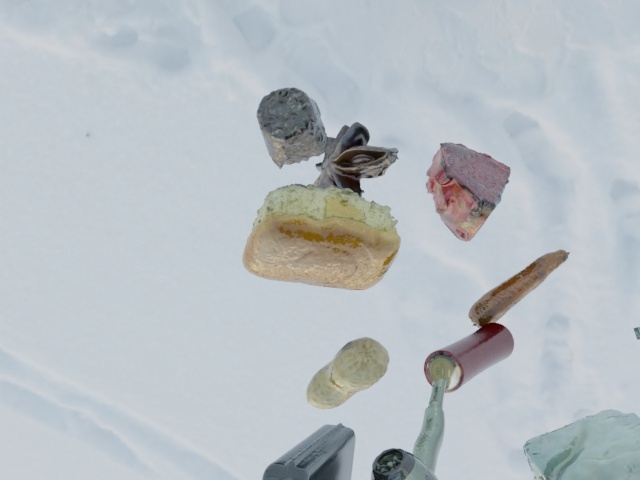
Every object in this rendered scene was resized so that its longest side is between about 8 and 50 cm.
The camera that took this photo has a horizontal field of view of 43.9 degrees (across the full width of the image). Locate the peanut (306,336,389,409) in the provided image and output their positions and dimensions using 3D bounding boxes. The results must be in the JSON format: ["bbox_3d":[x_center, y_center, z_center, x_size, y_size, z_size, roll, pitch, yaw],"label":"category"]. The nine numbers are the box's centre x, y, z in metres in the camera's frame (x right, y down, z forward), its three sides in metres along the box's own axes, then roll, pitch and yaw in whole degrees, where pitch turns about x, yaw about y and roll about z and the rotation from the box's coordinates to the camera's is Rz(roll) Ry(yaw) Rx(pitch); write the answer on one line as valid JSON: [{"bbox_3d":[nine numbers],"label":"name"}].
[{"bbox_3d":[0.054,0.307,1.804,0.110,0.120,0.236,43,116,-15],"label":"peanut"}]

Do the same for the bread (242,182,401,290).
[{"bbox_3d":[0.000,0.000,1.268,0.245,0.121,0.174,8,136,-19],"label":"bread"}]

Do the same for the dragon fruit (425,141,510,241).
[{"bbox_3d":[0.291,-0.091,1.592,0.162,0.262,0.189,6,111,16],"label":"dragon fruit"}]

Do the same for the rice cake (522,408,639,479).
[{"bbox_3d":[0.173,0.186,0.439,0.069,0.063,0.207,-24,108,0],"label":"rice cake"}]

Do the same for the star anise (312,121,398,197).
[{"bbox_3d":[0.046,-0.104,1.455,0.110,0.198,0.258,14,120,-23],"label":"star anise"}]

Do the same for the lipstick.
[{"bbox_3d":[0.277,0.212,1.460,0.080,0.241,0.080,6,101,34],"label":"lipstick"}]

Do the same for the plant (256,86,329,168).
[{"bbox_3d":[-0.054,-0.224,1.602,0.132,0.129,0.194,-17,166,4],"label":"plant"}]

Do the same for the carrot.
[{"bbox_3d":[0.396,0.090,1.581,0.248,0.059,0.059,-37,125,-2],"label":"carrot"}]

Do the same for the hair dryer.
[{"bbox_3d":[0.164,0.340,1.072,0.092,0.267,0.229,-15,98,29],"label":"hair dryer"}]

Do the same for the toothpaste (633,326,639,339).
[{"bbox_3d":[0.530,0.151,1.294,0.017,0.020,0.083,-22,161,30],"label":"toothpaste"}]

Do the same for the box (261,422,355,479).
[{"bbox_3d":[-0.014,0.301,0.888,0.050,0.230,0.160,7,91,16],"label":"box"}]
